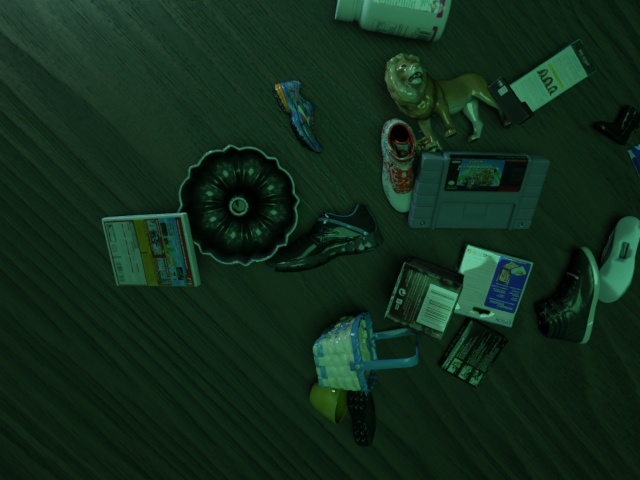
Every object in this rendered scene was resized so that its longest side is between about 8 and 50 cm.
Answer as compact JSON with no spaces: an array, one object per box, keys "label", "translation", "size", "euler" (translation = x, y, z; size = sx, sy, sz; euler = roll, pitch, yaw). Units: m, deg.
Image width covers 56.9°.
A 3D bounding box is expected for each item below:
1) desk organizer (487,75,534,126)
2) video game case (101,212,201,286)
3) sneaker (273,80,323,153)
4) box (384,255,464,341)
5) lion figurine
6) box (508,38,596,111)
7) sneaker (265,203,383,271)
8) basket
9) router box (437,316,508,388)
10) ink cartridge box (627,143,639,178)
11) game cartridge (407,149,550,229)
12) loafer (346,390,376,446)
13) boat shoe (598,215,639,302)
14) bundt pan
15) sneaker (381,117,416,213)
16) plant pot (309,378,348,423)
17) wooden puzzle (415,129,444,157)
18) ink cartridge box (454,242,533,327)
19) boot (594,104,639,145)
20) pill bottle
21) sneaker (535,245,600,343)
[{"label":"desk organizer","translation":[0.509,-0.372,1.574],"size":[0.047,0.050,0.130],"euler":[-39,78,42]},{"label":"video game case","translation":[-0.471,0.029,1.637],"size":[0.285,0.025,0.204],"euler":[-1,105,25]},{"label":"sneaker","translation":[-0.045,-0.343,1.630],"size":[0.087,0.083,0.221],"euler":[-29,102,-5]},{"label":"box","translation":[0.291,0.155,1.638],"size":[0.167,0.203,0.168],"euler":[20,98,12]},{"label":"lion figurine","translation":[0.350,-0.385,1.588],"size":[0.392,0.142,0.240],"euler":[-12,78,-36]},{"label":"box","translation":[0.627,-0.444,1.640],"size":[0.244,0.060,0.100],"euler":[-33,99,4]},{"label":"sneaker","translation":[0.000,0.000,1.680],"size":[0.340,0.125,0.140],"euler":[-16,85,-5]},{"label":"basket","translation":[0.134,0.308,1.652],"size":[0.289,0.255,0.201],"euler":[-5,97,11]},{"label":"router box","translation":[0.456,0.335,1.769],"size":[0.133,0.046,0.179],"euler":[30,97,-6]},{"label":"ink cartridge box","translation":[1.068,-0.266,1.682],"size":[0.332,0.065,0.165],"euler":[-30,99,4]},{"label":"game cartridge","translation":[0.433,-0.136,1.630],"size":[0.355,0.068,0.230],"euler":[0,128,-7]},{"label":"loafer","translation":[0.126,0.507,1.773],"size":[0.076,0.078,0.223],"euler":[0,105,23]},{"label":"boat shoe","translation":[0.867,0.056,1.715],"size":[0.095,0.084,0.258],"euler":[22,97,20]},{"label":"bundt pan","translation":[-0.220,-0.100,1.640],"size":[0.330,0.124,0.331],"euler":[0,99,-1]},{"label":"sneaker","translation":[0.218,-0.200,1.625],"size":[0.090,0.145,0.270],"euler":[-8,99,0]},{"label":"plant pot","translation":[0.024,0.462,1.747],"size":[0.095,0.134,0.134],"euler":[12,100,21]},{"label":"wooden puzzle","translation":[0.310,-0.264,1.684],"size":[0.078,0.014,0.116],"euler":[-36,98,4]},{"label":"ink cartridge box","translation":[0.491,0.132,1.737],"size":[0.206,0.045,0.208],"euler":[15,98,-3]},{"label":"boot","translation":[0.847,-0.337,1.672],"size":[0.121,0.045,0.099],"euler":[27,100,-13]},{"label":"pill bottle","translation":[0.187,-0.625,1.548],"size":[0.283,0.160,0.160],"euler":[9,99,-4]},{"label":"sneaker","translation":[0.712,0.163,1.717],"size":[0.146,0.104,0.296],"euler":[-1,104,-7]}]
